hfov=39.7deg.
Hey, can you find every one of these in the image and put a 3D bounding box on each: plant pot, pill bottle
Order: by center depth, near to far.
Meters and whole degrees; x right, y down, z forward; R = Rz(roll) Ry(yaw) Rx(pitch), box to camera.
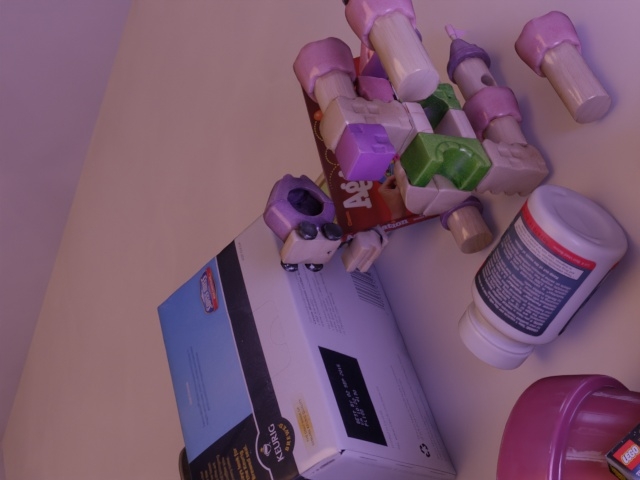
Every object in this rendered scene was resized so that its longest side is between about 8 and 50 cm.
[{"bbox_3d":[0.271,0.207,0.718,0.180,0.201,0.202,-11,73,43],"label":"plant pot"},{"bbox_3d":[0.218,0.043,0.907,0.180,0.107,0.108,-61,36,32],"label":"pill bottle"}]

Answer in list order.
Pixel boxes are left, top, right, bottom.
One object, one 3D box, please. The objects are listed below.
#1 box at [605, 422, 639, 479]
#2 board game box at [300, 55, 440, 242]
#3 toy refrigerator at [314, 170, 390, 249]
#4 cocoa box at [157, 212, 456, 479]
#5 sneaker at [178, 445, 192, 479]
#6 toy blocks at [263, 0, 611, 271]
[{"bbox_3d":[0.284,0.141,0.624,0.137,0.027,0.094,-38,42,-11],"label":"box"},{"bbox_3d":[0.066,-0.135,1.193,0.027,0.145,0.281,65,-171,-57],"label":"board game box"},{"bbox_3d":[0.000,0.000,1.292,0.269,0.094,0.102,-49,43,38],"label":"toy refrigerator"},{"bbox_3d":[-0.030,0.187,1.131,0.228,0.231,0.347,-40,49,24],"label":"cocoa box"},{"bbox_3d":[-0.201,0.470,1.536,0.222,0.083,0.118,62,140,22],"label":"sneaker"},{"bbox_3d":[0.093,-0.158,0.998,0.309,0.288,0.260,-58,42,42],"label":"toy blocks"}]
